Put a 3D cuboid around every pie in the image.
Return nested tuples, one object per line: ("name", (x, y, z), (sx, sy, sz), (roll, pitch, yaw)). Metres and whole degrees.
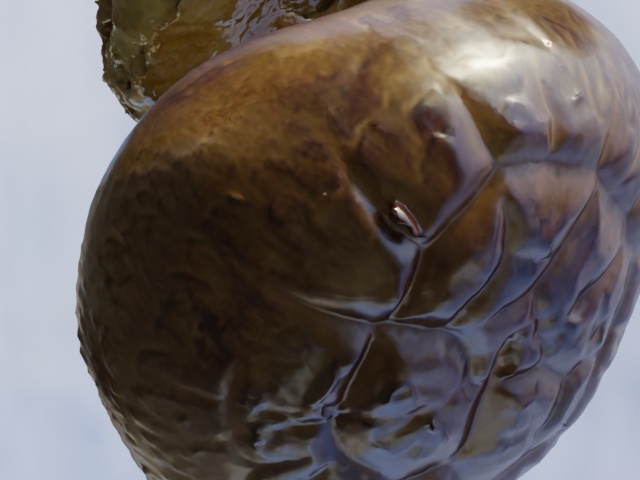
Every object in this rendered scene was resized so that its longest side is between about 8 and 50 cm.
("pie", (-0.024, -0.203, 1.521), (0.083, 0.339, 0.339), (56, -48, 39))

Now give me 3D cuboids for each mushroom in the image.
("mushroom", (0.026, 0.011, 0.736), (0.153, 0.253, 0.253), (41, -58, 41))
